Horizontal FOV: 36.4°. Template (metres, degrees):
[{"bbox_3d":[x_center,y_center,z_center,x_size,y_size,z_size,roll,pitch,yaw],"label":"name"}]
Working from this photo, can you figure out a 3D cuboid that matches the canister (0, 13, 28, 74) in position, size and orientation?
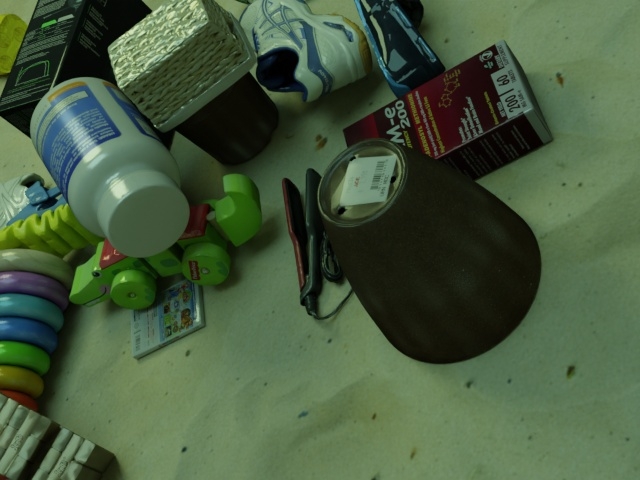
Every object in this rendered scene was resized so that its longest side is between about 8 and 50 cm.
[{"bbox_3d":[-0.692,-0.396,2.005,0.170,0.073,0.126,0,62,37],"label":"canister"}]

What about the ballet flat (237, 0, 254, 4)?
[{"bbox_3d":[-0.067,-0.412,1.578,0.188,0.070,0.070,-18,53,30],"label":"ballet flat"}]

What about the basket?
[{"bbox_3d":[-0.188,-0.247,1.295,0.167,0.103,0.113,-34,49,12],"label":"basket"}]

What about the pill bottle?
[{"bbox_3d":[-0.281,-0.097,1.313,0.152,0.152,0.272,-44,48,4],"label":"pill bottle"}]

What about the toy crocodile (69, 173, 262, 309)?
[{"bbox_3d":[-0.222,0.009,1.371,0.340,0.105,0.115,-19,42,25],"label":"toy crocodile"}]

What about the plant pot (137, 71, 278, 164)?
[{"bbox_3d":[-0.158,-0.204,1.432,0.167,0.165,0.167,-18,52,25],"label":"plant pot"}]

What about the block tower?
[{"bbox_3d":[-0.448,0.240,1.293,0.335,0.097,0.091,24,72,14],"label":"block tower"}]

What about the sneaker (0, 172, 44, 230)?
[{"bbox_3d":[-0.499,-0.034,1.622,0.115,0.090,0.232,-29,50,13],"label":"sneaker"}]

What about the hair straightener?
[{"bbox_3d":[0.000,0.000,1.268,0.089,0.047,0.230,-22,51,23],"label":"hair straightener"}]

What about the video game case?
[{"bbox_3d":[-0.218,0.108,1.380,0.122,0.011,0.087,-27,49,19],"label":"video game case"}]

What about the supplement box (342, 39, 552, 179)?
[{"bbox_3d":[0.155,-0.135,1.228,0.239,0.073,0.130,-28,50,19],"label":"supplement box"}]

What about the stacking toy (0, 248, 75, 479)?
[{"bbox_3d":[-0.448,0.186,1.428,0.141,0.141,0.330,-14,62,28],"label":"stacking toy"}]

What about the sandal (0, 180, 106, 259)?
[{"bbox_3d":[-0.362,-0.055,1.504,0.317,0.126,0.138,-12,47,18],"label":"sandal"}]

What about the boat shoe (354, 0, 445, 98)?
[{"bbox_3d":[0.109,-0.309,1.372,0.089,0.109,0.258,-25,66,12],"label":"boat shoe"}]

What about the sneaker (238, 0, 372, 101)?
[{"bbox_3d":[-0.059,-0.284,1.419,0.131,0.112,0.296,-35,35,-20],"label":"sneaker"}]

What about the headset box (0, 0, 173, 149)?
[{"bbox_3d":[-0.345,-0.262,1.550,0.131,0.246,0.283,-9,56,32],"label":"headset box"}]

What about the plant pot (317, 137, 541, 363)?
[{"bbox_3d":[0.101,-0.008,1.074,0.215,0.230,0.215,-18,52,25],"label":"plant pot"}]
